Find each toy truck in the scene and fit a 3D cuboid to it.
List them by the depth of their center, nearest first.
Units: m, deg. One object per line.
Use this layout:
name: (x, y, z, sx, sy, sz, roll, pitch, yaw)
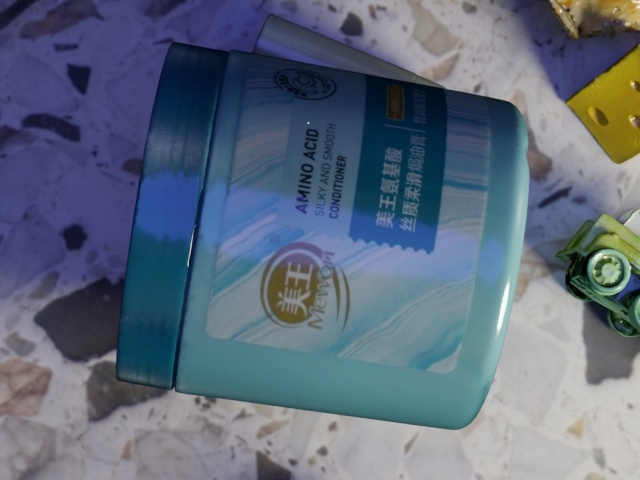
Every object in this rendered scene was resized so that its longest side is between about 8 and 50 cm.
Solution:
toy truck: (0.378, 0.061, 1.703, 0.259, 0.128, 0.135, 41, 84, 1)

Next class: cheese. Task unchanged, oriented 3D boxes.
cheese: (0.338, -0.155, 1.695, 0.126, 0.171, 0.093, -38, 88, -4)

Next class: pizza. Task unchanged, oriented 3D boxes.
pizza: (0.319, -0.273, 1.681, 0.189, 0.297, 0.071, -47, 50, 10)

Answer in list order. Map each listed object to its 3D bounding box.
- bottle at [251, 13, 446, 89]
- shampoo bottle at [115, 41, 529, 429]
bottle: (0.026, -0.166, 1.734, 0.201, 0.072, 0.072, 23, 85, -1)
shampoo bottle: (0.000, 0.000, 1.593, 0.343, 0.331, 0.331, 10, 86, -3)
